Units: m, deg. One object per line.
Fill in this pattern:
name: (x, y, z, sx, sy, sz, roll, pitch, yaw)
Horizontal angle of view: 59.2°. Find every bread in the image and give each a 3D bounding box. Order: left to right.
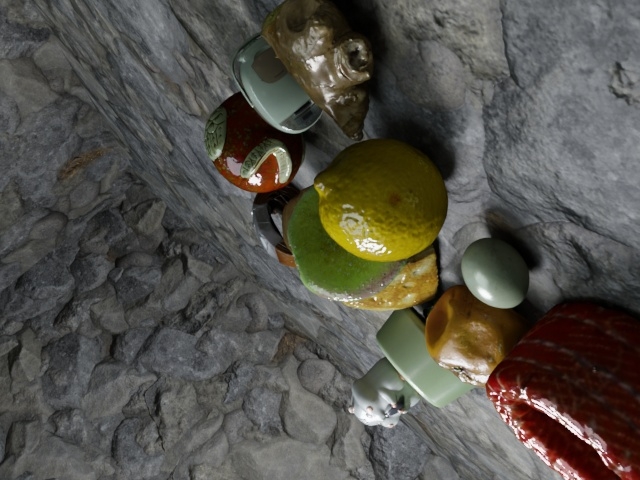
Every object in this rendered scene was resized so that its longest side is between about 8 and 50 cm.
bread: (0.062, -0.015, 1.228, 0.301, 0.301, 0.045, 38, -175, 23)

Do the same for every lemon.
lemon: (0.110, -0.073, 1.042, 0.253, 0.228, 0.228, 15, -173, -41)

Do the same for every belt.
belt: (-0.104, -0.045, 1.684, 0.261, 0.184, 0.105, 54, 167, 18)

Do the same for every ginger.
ginger: (0.022, -0.295, 0.964, 0.270, 0.123, 0.219, 44, 169, -29)

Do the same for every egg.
egg: (0.329, 0.063, 1.058, 0.152, 0.114, 0.114, 47, 163, -18)

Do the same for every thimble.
thimble: (0.497, 0.293, 1.004, 0.350, 0.230, 0.350, 42, 164, 14)

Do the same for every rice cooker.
rice cooker: (-0.083, -0.310, 1.129, 0.206, 0.145, 0.127, 51, 172, -9)

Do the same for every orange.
orange: (0.346, 0.223, 1.236, 0.249, 0.183, 0.249, 33, 175, 3)

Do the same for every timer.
timer: (0.213, 0.371, 1.511, 0.291, 0.315, 0.291, 45, -176, -4)

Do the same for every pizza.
pizza: (0.150, 0.110, 1.360, 0.258, 0.268, 0.087, 75, 172, -53)

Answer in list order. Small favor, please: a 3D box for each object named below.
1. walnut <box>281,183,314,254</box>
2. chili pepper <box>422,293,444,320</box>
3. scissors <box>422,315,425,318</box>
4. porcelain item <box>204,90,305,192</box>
walnut: (0.026, -0.020, 1.392, 0.261, 0.225, 0.225, 49, 164, 10)
chili pepper: (0.334, 0.205, 1.458, 0.122, 0.065, 0.279, 19, 153, 34)
scissors: (0.340, 0.251, 1.630, 0.100, 0.015, 0.189, 49, 162, -4)
porcelain item: (-0.136, -0.243, 1.290, 0.253, 0.253, 0.253, 41, 162, 16)
